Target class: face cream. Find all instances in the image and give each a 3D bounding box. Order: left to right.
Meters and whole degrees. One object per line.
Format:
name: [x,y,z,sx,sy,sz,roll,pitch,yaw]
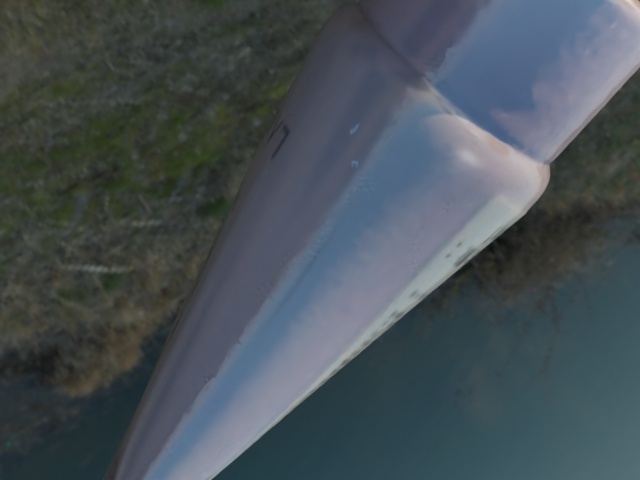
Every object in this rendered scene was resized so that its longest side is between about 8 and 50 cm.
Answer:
face cream: [0.000,0.000,0.466,0.274,0.096,0.154,-50,-168,16]
